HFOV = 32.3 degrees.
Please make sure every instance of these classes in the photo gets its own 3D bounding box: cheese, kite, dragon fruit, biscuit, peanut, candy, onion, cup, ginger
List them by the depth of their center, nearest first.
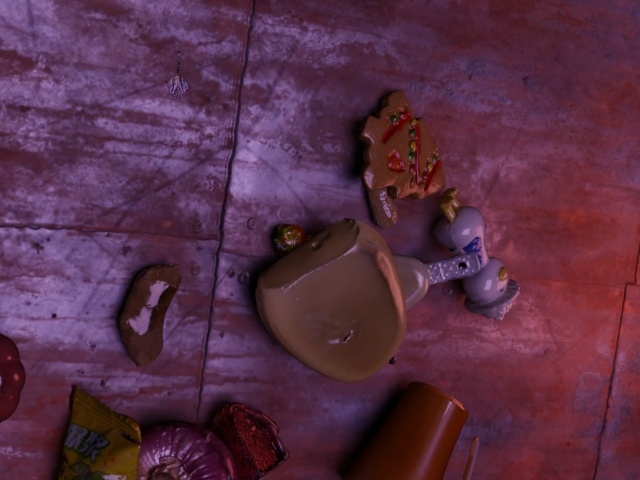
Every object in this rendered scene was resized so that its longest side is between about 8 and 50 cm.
[{"bbox_3d":[-0.381,0.409,1.832,0.081,0.187,0.297,3,102,-54],"label":"candy"},{"bbox_3d":[-0.237,-0.277,1.878,0.044,0.002,0.078,24,88,-30],"label":"kite"},{"bbox_3d":[-0.293,0.123,1.882,0.095,0.069,0.190,20,90,-25],"label":"ginger"},{"bbox_3d":[-0.254,0.426,1.922,0.230,0.163,0.230,-1,76,5],"label":"onion"},{"bbox_3d":[0.039,0.132,2.007,0.259,0.128,0.316,-28,125,1],"label":"cheese"},{"bbox_3d":[-0.150,0.374,2.012,0.127,0.120,0.161,-27,86,20],"label":"dragon fruit"},{"bbox_3d":[0.000,0.000,2.040,0.201,0.060,0.060,-1,100,-38],"label":"candy"},{"bbox_3d":[0.161,-0.159,2.071,0.238,0.041,0.212,32,64,-35],"label":"biscuit"},{"bbox_3d":[0.117,-0.076,2.084,0.054,0.054,0.113,-19,106,-25],"label":"peanut"},{"bbox_3d":[0.189,0.072,2.100,0.235,0.050,0.127,-14,93,11],"label":"cheese"},{"bbox_3d":[0.190,0.423,2.131,0.264,0.226,0.182,-60,153,-14],"label":"cup"}]

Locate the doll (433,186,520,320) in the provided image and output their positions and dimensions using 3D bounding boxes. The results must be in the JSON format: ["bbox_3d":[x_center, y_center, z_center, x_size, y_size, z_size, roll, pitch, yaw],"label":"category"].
[{"bbox_3d":[0.304,0.036,2.169,0.293,0.119,0.138,65,32,-21],"label":"doll"}]

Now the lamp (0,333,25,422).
[{"bbox_3d":[-0.545,0.215,1.719,0.182,0.140,0.182,-1,84,10],"label":"lamp"}]
